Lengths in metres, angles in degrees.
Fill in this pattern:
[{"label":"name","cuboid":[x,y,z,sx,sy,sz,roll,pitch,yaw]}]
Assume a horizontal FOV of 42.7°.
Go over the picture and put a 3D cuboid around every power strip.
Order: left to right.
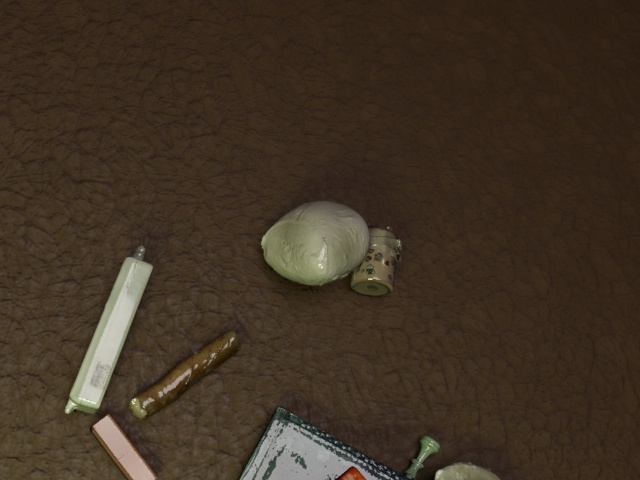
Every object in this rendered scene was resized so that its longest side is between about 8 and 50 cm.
[{"label":"power strip","cuboid":[-0.381,0.163,1.507,0.058,0.098,0.338,20,66,-10]}]

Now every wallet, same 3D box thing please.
[{"label":"wallet","cuboid":[0.011,0.492,1.516,0.342,0.075,0.237,29,61,-2]}]

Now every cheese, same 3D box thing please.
[{"label":"cheese","cuboid":[0.000,0.000,1.643,0.189,0.198,0.154,-16,111,-36]}]

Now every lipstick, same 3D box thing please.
[{"label":"lipstick","cuboid":[-0.353,0.381,1.466,0.045,0.045,0.145,-36,83,-27]}]

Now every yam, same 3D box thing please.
[{"label":"yam","cuboid":[-0.252,0.253,1.540,0.241,0.057,0.057,-34,83,-25]}]

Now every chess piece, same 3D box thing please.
[{"label":"chess piece","cuboid":[0.196,0.435,1.622,0.042,0.042,0.093,40,69,0]}]

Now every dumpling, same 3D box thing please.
[{"label":"dumpling","cuboid":[0.287,0.502,1.593,0.150,0.092,0.176,-38,84,-24]}]

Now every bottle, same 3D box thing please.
[{"label":"bottle","cuboid":[0.117,0.033,1.715,0.099,0.099,0.152,16,63,-11]}]

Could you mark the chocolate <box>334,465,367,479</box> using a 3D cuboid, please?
[{"label":"chocolate","cuboid":[0.041,0.556,1.404,0.237,0.108,0.235,-40,82,-25]}]
